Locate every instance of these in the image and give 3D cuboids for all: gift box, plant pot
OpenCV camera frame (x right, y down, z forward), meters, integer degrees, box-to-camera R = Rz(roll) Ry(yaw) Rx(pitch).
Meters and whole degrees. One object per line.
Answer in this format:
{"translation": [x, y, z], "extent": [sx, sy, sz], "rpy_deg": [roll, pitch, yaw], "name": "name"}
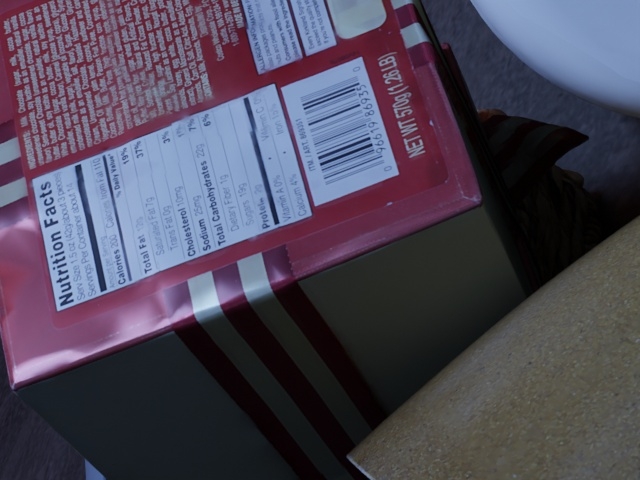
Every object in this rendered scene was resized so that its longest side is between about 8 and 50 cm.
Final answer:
{"translation": [0.000, 0.000, 0.955], "extent": [0.276, 0.258, 0.255], "rpy_deg": [-17, 58, 9], "name": "gift box"}
{"translation": [0.179, 0.068, 0.795], "extent": [0.254, 0.237, 0.237], "rpy_deg": [-51, 22, -4], "name": "plant pot"}

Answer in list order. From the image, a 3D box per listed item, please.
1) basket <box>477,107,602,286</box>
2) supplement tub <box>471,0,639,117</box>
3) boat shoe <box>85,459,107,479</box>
{"translation": [0.063, 0.087, 1.172], "extent": [0.213, 0.223, 0.299], "rpy_deg": [9, 70, 33], "name": "basket"}
{"translation": [0.171, -0.177, 0.923], "extent": [0.228, 0.228, 0.316], "rpy_deg": [-59, -2, 10], "name": "supplement tub"}
{"translation": [-0.076, 0.189, 1.325], "extent": [0.136, 0.156, 0.367], "rpy_deg": [13, 106, 63], "name": "boat shoe"}
